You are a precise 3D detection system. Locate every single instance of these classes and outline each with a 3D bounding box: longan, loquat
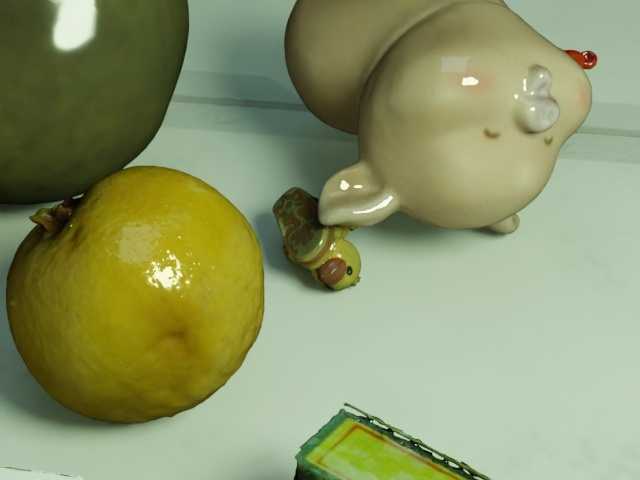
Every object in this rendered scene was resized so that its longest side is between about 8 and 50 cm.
[{"bbox_3d":[-0.304,-0.205,1.225,0.361,0.361,0.361,2,39,-1],"label":"longan"},{"bbox_3d":[-0.146,0.042,1.049,0.208,0.208,0.208,2,39,-1],"label":"loquat"}]

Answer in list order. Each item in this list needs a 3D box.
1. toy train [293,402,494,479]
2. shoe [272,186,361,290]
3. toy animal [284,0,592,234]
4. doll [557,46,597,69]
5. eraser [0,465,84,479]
[{"bbox_3d":[0.052,0.234,0.880,0.260,0.134,0.177,25,35,24],"label":"toy train"},{"bbox_3d":[0.001,-0.003,1.214,0.072,0.069,0.109,-52,42,-4],"label":"shoe"},{"bbox_3d":[0.093,-0.145,1.227,0.237,0.269,0.326,0,9,-37],"label":"toy animal"},{"bbox_3d":[0.192,-0.154,1.408,0.245,0.076,0.142,-22,53,-21],"label":"doll"},{"bbox_3d":[-0.316,0.199,0.937,0.298,0.078,0.076,7,40,5],"label":"eraser"}]
